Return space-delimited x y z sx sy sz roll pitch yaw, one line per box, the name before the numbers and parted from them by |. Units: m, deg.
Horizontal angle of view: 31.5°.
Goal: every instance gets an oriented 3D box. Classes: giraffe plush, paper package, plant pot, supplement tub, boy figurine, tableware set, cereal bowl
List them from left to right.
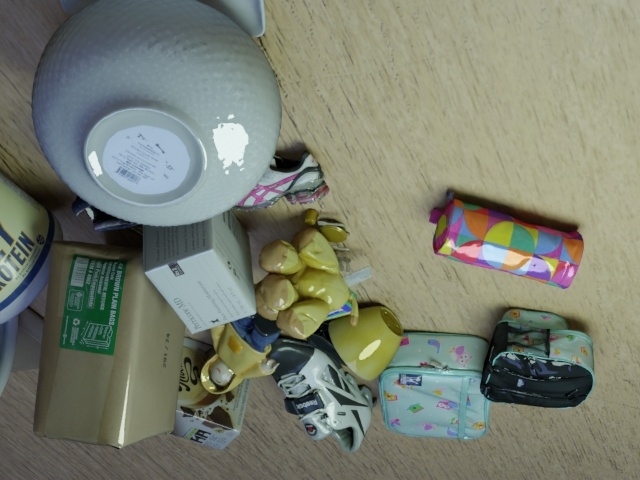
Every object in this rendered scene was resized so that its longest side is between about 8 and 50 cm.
supplement tub | -0.610 -0.031 1.858 0.235 0.235 0.325 -15 138 33
paper package | -0.344 0.174 1.927 0.168 0.324 0.309 6 177 8
cereal bowl | -0.220 -0.147 1.505 0.339 0.141 0.339 0 129 0
boy figurine | -0.158 0.195 2.167 0.177 0.092 0.285 46 138 8
giraffe plush | -0.045 0.078 1.918 0.210 0.181 0.170 0 172 -38
tableware set | 0.000 0.000 1.924 0.104 0.024 0.154 7 147 12
plant pot | 0.094 0.174 2.070 0.095 0.134 0.134 -38 126 22

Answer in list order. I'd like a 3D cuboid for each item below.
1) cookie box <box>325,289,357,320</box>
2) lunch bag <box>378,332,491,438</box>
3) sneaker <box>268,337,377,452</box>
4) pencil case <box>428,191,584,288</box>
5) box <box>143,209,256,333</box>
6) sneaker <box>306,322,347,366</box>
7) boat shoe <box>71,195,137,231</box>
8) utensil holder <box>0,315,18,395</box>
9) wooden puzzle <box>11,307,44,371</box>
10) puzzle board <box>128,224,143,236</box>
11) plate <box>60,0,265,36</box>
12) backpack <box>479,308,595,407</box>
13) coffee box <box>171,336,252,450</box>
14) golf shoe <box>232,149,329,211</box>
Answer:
cookie box | -0.001 0.099 2.048 0.092 0.040 0.107 -19 137 34
lunch bag | 0.229 0.285 2.193 0.224 0.107 0.279 5 145 9
sneaker | -0.009 0.315 2.275 0.122 0.146 0.330 -20 133 40
pencil case | 0.290 0.002 1.781 0.236 0.104 0.104 17 146 -5
box | -0.196 0.020 1.842 0.119 0.182 0.181 -19 137 11
sneaker | 0.036 0.195 2.153 0.170 0.051 0.089 26 161 -16
boat shoe | -0.226 -0.109 1.704 0.341 0.158 0.127 -16 138 34
utensil holder | -0.819 0.170 2.142 0.386 0.327 0.327 8 146 10
wooden puzzle | -0.660 0.204 2.393 0.239 0.044 0.221 -15 138 27
puzzle board | -0.320 -0.028 1.920 0.128 0.011 0.096 23 165 47
plate | -0.206 -0.377 1.412 0.278 0.045 0.277 7 145 5
backpack | 0.390 0.215 2.010 0.188 0.144 0.165 13 137 6
coffee box | -0.300 0.289 2.297 0.297 0.168 0.119 20 145 -15
golf shoe | -0.077 -0.097 1.778 0.186 0.067 0.086 -8 114 28
